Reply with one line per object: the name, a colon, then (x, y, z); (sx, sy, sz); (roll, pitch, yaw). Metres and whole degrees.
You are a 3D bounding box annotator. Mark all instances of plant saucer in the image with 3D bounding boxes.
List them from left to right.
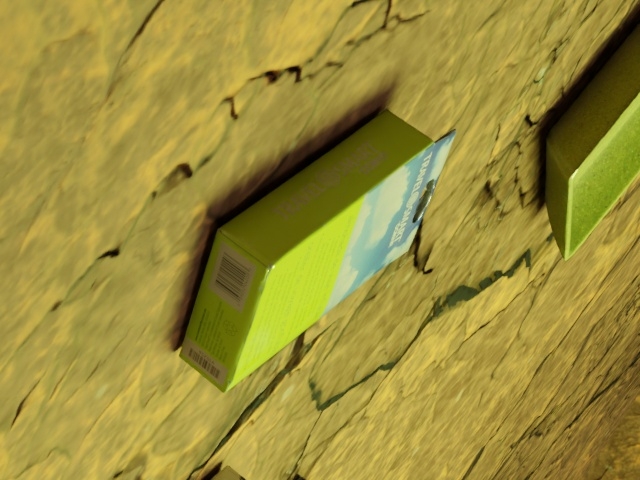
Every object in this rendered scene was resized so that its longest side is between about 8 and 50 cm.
plant saucer: (0.239, -0.094, 1.417); (0.188, 0.045, 0.188); (-50, 162, -12)

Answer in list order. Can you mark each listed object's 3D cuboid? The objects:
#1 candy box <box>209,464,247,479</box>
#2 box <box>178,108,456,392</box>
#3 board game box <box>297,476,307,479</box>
candy box: (-0.108, 0.282, 1.202); (0.159, 0.071, 0.233); (-38, 156, -38)
box: (0.000, 0.000, 0.997); (0.178, 0.042, 0.109); (-37, 157, -42)
board game box: (-0.039, 0.299, 1.425); (0.194, 0.060, 0.194); (-50, 162, -8)
